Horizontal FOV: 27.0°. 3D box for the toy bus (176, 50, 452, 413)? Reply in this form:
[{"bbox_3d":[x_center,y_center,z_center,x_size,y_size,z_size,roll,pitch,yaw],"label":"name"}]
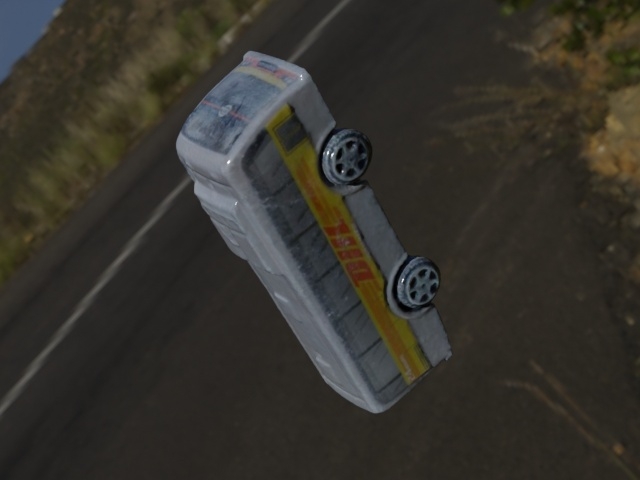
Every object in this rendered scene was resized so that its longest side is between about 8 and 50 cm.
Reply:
[{"bbox_3d":[0.000,0.000,0.660,0.075,0.190,0.064,-42,36,-14],"label":"toy bus"}]
